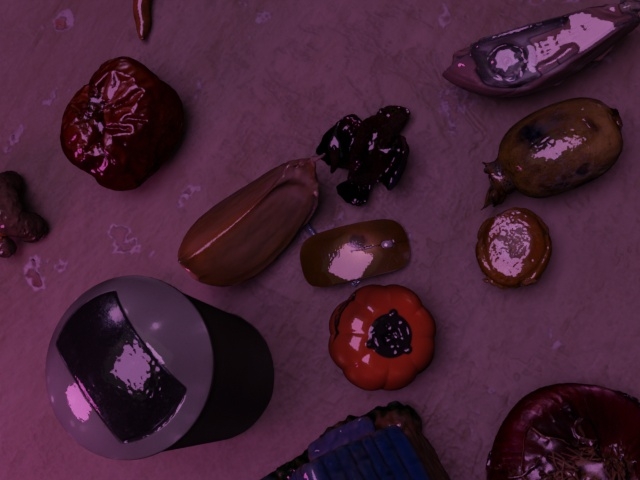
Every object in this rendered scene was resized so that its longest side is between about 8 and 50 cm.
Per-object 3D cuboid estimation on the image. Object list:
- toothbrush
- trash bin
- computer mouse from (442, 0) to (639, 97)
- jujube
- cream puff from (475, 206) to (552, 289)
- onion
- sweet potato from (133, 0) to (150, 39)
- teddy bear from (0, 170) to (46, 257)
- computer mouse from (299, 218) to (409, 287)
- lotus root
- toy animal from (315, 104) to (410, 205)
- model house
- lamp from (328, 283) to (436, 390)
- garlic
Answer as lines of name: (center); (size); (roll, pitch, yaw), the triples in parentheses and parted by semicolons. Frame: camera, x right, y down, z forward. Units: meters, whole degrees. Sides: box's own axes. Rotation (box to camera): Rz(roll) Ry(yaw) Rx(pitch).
toothbrush: (0.000, 0.000, 1.865); (0.019, 0.016, 0.219); (-43, 72, 5)
trash bin: (-0.255, 0.216, 1.685); (0.280, 0.432, 0.281); (-3, 80, 15)
computer mouse: (0.400, -0.319, 1.725); (0.388, 0.199, 0.115); (-14, 97, 14)
jujube: (-0.379, -0.219, 1.924); (0.213, 0.213, 0.232); (34, 87, 19)
cream puff: (0.328, 0.014, 1.722); (0.126, 0.103, 0.144); (7, 83, 12)
onion: (0.405, 0.374, 1.587); (0.313, 0.232, 0.314); (2, 74, -8)
sweet potato: (-0.355, -0.489, 2.039); (0.044, 0.044, 0.179); (2, 81, 17)
teddy bear: (-0.667, -0.042, 2.012); (0.190, 0.140, 0.177); (-33, 76, 18)
computer mouse: (0.060, 0.024, 1.818); (0.198, 0.045, 0.102); (-12, 77, 7)
lotus root: (0.377, -0.145, 1.711); (0.278, 0.154, 0.154); (-26, 75, 15)
toy animal: (0.095, -0.162, 1.840); (0.179, 0.116, 0.218); (-41, 40, -21)
model house: (0.005, 0.505, 1.582); (0.445, 0.400, 0.395); (-28, 77, 11)
lamp: (0.103, 0.167, 1.735); (0.187, 0.164, 0.188); (2, 79, -8)
garlic: (-0.098, -0.042, 1.809); (0.338, 0.196, 0.151); (-35, 90, 12)
